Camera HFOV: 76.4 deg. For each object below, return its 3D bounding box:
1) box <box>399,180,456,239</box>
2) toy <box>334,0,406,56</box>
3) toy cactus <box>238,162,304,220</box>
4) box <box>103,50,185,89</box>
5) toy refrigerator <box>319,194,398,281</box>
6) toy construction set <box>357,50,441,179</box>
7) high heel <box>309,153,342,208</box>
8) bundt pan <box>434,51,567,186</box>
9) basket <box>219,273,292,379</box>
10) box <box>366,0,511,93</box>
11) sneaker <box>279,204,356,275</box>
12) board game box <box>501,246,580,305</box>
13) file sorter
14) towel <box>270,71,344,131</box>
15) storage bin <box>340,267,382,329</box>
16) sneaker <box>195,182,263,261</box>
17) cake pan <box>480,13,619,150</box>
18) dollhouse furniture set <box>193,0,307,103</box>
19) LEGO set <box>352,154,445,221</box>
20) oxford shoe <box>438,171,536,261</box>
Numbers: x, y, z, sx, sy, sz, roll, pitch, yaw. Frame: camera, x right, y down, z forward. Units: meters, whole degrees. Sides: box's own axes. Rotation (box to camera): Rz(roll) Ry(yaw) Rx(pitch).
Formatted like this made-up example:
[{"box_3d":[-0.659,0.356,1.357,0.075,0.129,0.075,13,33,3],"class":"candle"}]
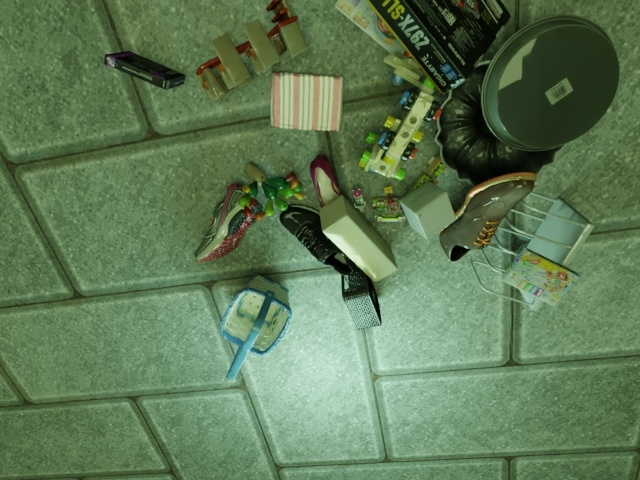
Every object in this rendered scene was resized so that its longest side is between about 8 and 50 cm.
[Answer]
[{"box_3d":[0.285,-0.081,1.081,0.101,0.087,0.102,-34,124,-2],"class":"box"},{"box_3d":[0.167,-0.544,0.970,0.237,0.056,0.137,34,116,-12],"class":"toy"},{"box_3d":[-0.155,-0.155,1.146,0.180,0.219,0.112,49,149,20],"class":"toy cactus"},{"box_3d":[-0.446,-0.438,1.046,0.162,0.116,0.029,21,119,-5],"class":"box"},{"box_3d":[0.110,0.001,1.187,0.094,0.102,0.269,-32,127,19],"class":"toy refrigerator"},{"box_3d":[0.197,-0.295,1.005,0.151,0.215,0.327,13,117,1],"class":"toy construction set"},{"box_3d":[0.028,-0.123,1.162,0.082,0.117,0.244,-8,116,9],"class":"high heel"},{"box_3d":[0.448,-0.302,1.030,0.331,0.124,0.331,2,117,5],"class":"bundt pan"},{"box_3d":[-0.205,0.260,1.280,0.201,0.289,0.255,29,119,-4],"class":"basket"},{"box_3d":[0.247,-0.523,0.877,0.322,0.257,0.079,43,156,-16],"class":"box"},{"box_3d":[0.000,0.000,1.223,0.283,0.124,0.107,33,115,-11],"class":"sneaker"},{"box_3d":[0.572,0.095,1.061,0.154,0.026,0.103,25,118,-2],"class":"board game box"},{"box_3d":[0.568,0.014,1.144,0.173,0.193,0.277,17,117,-1],"class":"file sorter"},{"box_3d":[-0.036,-0.372,1.094,0.197,0.029,0.144,4,117,0],"class":"towel"},{"box_3d":[0.131,0.184,1.289,0.084,0.122,0.180,-15,129,13],"class":"storage bin"},{"box_3d":[-0.293,-0.043,1.247,0.299,0.121,0.112,-46,76,24],"class":"sneaker"},{"box_3d":[0.516,-0.338,0.907,0.293,0.054,0.293,2,117,4],"class":"cake pan"},{"box_3d":[-0.175,-0.453,0.955,0.259,0.262,0.135,-35,111,-16],"class":"dollhouse furniture set"},{"box_3d":[0.237,-0.127,1.147,0.287,0.107,0.132,-19,114,14],"class":"LEGO set"},{"box_3d":[0.429,-0.052,1.053,0.130,0.132,0.363,0,158,-12],"class":"oxford shoe"}]
